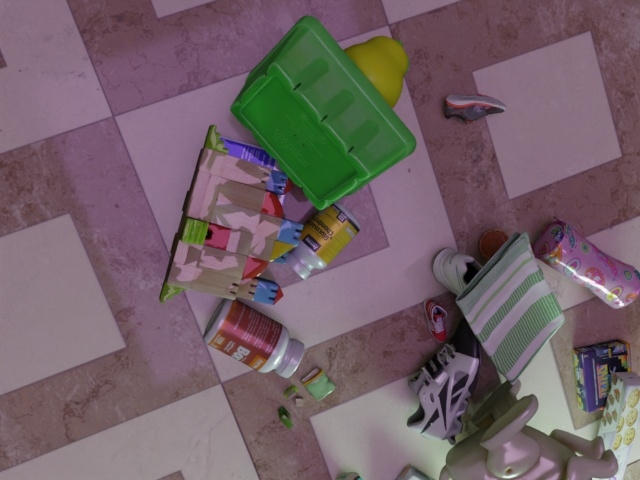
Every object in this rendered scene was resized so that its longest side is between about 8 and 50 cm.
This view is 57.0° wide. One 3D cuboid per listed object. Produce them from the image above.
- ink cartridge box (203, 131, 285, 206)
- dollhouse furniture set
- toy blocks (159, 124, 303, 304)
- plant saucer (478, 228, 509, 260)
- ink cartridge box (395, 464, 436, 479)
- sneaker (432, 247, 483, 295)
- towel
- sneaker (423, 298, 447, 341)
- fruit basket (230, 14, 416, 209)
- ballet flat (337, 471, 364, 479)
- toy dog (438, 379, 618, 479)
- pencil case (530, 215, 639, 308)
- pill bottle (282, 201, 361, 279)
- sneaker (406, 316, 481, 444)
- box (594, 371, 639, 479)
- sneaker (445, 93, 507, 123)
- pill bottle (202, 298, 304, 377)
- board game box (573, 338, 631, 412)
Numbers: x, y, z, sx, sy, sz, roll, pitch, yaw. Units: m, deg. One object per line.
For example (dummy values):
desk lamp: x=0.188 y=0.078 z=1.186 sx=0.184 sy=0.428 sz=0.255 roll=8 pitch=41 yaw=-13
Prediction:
ink cartridge box: x=-0.183 y=-0.120 z=1.349 sx=0.208 sy=0.045 sz=0.206 roll=15 pitch=94 yaw=-10
dollhouse furniture set: x=-0.036 y=0.382 z=1.430 sx=0.152 sy=0.058 sz=0.076 roll=-38 pitch=102 yaw=-4
toy blocks: x=-0.164 y=-0.022 z=1.260 sx=0.261 sy=0.191 sz=0.381 roll=15 pitch=92 yaw=-18
plant saucer: x=0.440 y=0.011 z=1.495 sx=0.084 sy=0.013 sz=0.083 roll=-1 pitch=96 yaw=-11
ink cartridge box: x=0.238 y=0.688 z=1.536 sx=0.145 sy=0.045 sz=0.179 roll=34 pitch=108 yaw=-13
sneaker: x=0.399 y=0.143 z=1.444 sx=0.297 sy=0.129 sz=0.111 roll=44 pitch=80 yaw=-14
towel: x=0.465 y=0.166 z=1.406 sx=0.248 sy=0.038 sz=0.325 roll=-44 pitch=122 yaw=-15
sneaker: x=0.294 y=0.206 z=1.464 sx=0.042 sy=0.067 sz=0.118 roll=-24 pitch=101 yaw=-7
fruit basket: x=0.040 y=-0.303 z=1.299 sx=0.392 sy=0.283 sz=0.392 roll=23 pitch=52 yaw=-32
ballet flat: x=0.107 y=0.693 z=1.488 sx=0.086 sy=0.086 sz=0.248 roll=-22 pitch=99 yaw=-7
toy dog: x=0.521 y=0.591 z=1.374 sx=0.408 sy=0.284 sz=0.395 roll=43 pitch=85 yaw=8
pencil case: x=0.672 y=0.057 z=1.489 sx=0.284 sy=0.124 sz=0.124 roll=32 pitch=90 yaw=-10
pill bottle: x=0.000 y=0.000 z=1.368 sx=0.103 sy=0.103 sz=0.184 roll=44 pitch=87 yaw=-12
sneaker: x=0.298 y=0.338 z=1.450 sx=0.146 sy=0.122 sz=0.330 roll=13 pitch=97 yaw=-2
box: x=0.785 y=0.500 z=1.555 sx=0.067 sy=0.063 sz=0.323 roll=1 pitch=110 yaw=-10
sneaker: x=0.372 y=-0.316 z=1.432 sx=0.158 sy=0.061 sz=0.064 roll=2 pitch=123 yaw=-10
pill bottle: x=-0.151 y=0.228 z=1.359 sx=0.216 sy=0.121 sz=0.121 roll=31 pitch=91 yaw=-12
board game box: x=0.758 y=0.362 z=1.577 sx=0.141 sy=0.048 sz=0.170 roll=-11 pitch=98 yaw=-10
